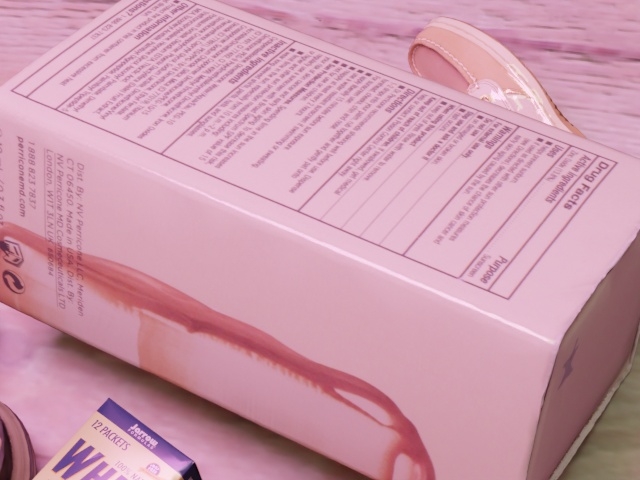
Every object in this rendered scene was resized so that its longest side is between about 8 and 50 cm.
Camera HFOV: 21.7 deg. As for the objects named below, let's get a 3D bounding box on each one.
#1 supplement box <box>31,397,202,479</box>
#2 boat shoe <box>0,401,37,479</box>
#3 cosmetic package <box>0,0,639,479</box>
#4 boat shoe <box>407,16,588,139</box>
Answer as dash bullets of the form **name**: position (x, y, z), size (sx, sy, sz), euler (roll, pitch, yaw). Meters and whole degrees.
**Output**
- **supplement box**: position (-0.099, 0.135, 0.783), size (0.056, 0.083, 0.083), euler (33, 68, 24)
- **boat shoe**: position (-0.315, 0.143, 0.785), size (0.355, 0.130, 0.132), euler (-26, 59, -7)
- **cosmetic package**: position (0.000, 0.000, 0.801), size (0.296, 0.129, 0.153), euler (24, 41, 22)
- **boat shoe**: position (0.094, -0.051, 0.877), size (0.059, 0.063, 0.170), euler (-32, 60, -17)
